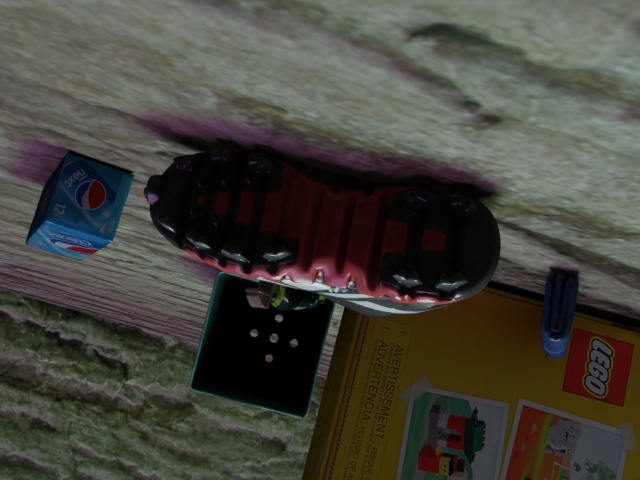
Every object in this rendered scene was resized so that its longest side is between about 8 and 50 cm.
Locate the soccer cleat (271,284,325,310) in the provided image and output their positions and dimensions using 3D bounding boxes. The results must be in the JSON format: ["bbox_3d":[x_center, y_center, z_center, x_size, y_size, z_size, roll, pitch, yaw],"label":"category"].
[{"bbox_3d":[-0.028,0.059,1.138,0.072,0.060,0.179,5,174,-2],"label":"soccer cleat"}]

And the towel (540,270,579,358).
[{"bbox_3d":[0.224,0.073,0.865,0.029,0.067,0.119,9,167,15],"label":"towel"}]

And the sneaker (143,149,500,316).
[{"bbox_3d":[0.000,0.001,0.722,0.276,0.098,0.135,11,165,10],"label":"sneaker"}]

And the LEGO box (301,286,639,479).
[{"bbox_3d":[0.163,0.309,0.976,0.372,0.500,0.193,16,167,-3],"label":"LEGO box"}]

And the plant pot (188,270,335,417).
[{"bbox_3d":[-0.078,0.147,1.340,0.165,0.166,0.234,14,176,1],"label":"plant pot"}]

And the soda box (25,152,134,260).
[{"bbox_3d":[-0.253,-0.029,0.944,0.067,0.071,0.210,19,167,-19],"label":"soda box"}]

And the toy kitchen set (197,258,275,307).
[{"bbox_3d":[-0.089,0.034,1.047,0.075,0.068,0.083,24,164,-38],"label":"toy kitchen set"}]
